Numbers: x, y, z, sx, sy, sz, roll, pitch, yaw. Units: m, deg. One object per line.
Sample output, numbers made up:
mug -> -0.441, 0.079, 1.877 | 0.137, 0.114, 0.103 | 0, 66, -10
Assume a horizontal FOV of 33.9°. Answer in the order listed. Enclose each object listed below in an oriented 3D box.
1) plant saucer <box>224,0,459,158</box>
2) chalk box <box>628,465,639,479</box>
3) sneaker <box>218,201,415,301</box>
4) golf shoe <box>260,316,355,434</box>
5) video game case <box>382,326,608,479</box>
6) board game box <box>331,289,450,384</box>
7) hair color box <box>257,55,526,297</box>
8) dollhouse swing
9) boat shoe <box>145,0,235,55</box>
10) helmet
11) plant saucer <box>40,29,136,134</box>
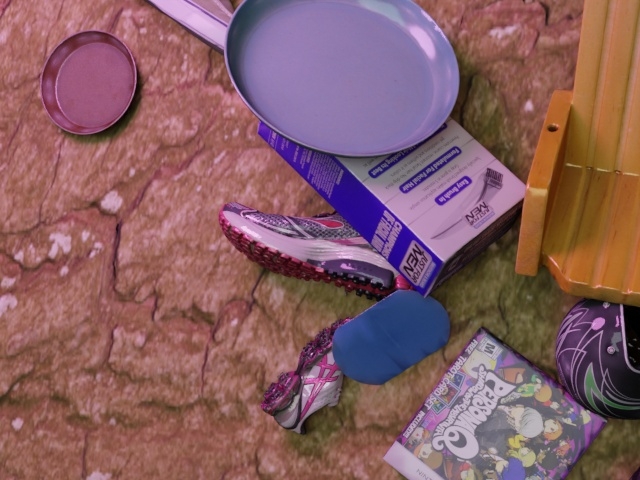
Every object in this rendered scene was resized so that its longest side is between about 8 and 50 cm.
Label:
plant saucer -> 0.027, -0.231, 1.403 | 0.318, 0.043, 0.317 | 6, 58, -9
chalk box -> 0.448, 0.360, 1.281 | 0.179, 0.180, 0.289 | 39, 96, 16
sneaker -> 0.000, 0.000, 1.490 | 0.299, 0.121, 0.112 | 16, 73, 6
golf shoe -> 0.003, 0.191, 1.496 | 0.086, 0.067, 0.186 | 42, 91, -16
video game case -> 0.234, 0.270, 1.424 | 0.210, 0.042, 0.232 | 38, 95, 15
board game box -> 0.093, 0.126, 1.458 | 0.169, 0.133, 0.033 | -34, 36, 9
hair color box -> 0.096, -0.107, 1.430 | 0.185, 0.110, 0.339 | -35, 70, -29
dollhouse swing -> 0.438, -0.129, 1.254 | 0.347, 0.305, 0.315 | 11, 46, 16
boat shoe -> -0.190, -0.367, 1.584 | 0.302, 0.109, 0.094 | 37, 93, 19
helmet -> 0.377, 0.144, 1.329 | 0.162, 0.169, 0.169 | 17, 89, -3
plant saucer -> -0.362, -0.248, 1.660 | 0.168, 0.029, 0.168 | -2, 83, 17
